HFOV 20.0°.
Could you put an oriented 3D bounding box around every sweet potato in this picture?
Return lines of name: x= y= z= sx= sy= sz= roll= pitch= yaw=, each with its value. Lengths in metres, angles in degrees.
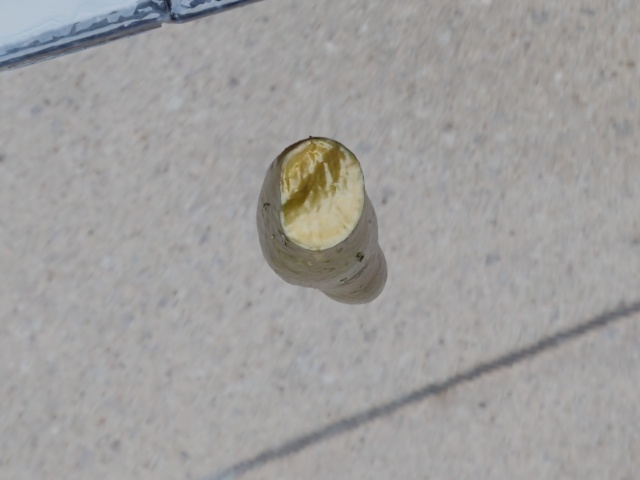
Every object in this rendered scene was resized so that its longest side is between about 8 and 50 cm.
sweet potato: x=0.000 y=0.000 z=1.093 sx=0.077 sy=0.243 sz=0.077 roll=-1 pitch=74 yaw=4

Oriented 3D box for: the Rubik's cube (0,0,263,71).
Rubik's cube: x=-0.166 y=-0.321 z=1.379 sx=0.313 sy=0.318 sz=0.316 roll=-17 pitch=102 yaw=-6
